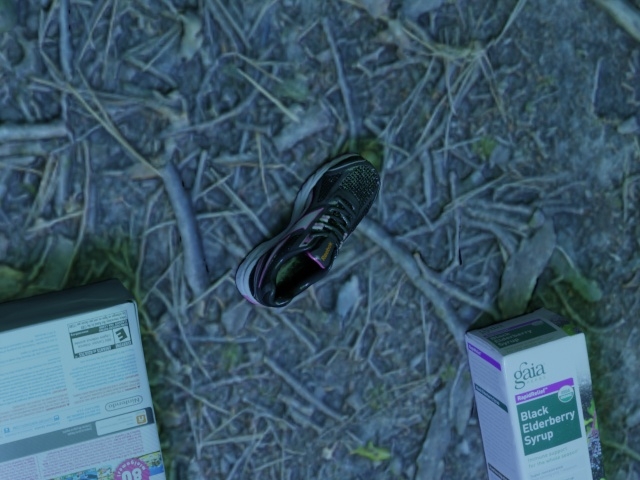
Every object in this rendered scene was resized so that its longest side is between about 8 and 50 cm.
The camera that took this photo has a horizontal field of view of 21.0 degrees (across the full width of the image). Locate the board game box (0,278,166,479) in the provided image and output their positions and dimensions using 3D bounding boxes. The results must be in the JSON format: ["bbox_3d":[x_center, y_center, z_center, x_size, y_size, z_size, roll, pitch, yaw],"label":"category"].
[{"bbox_3d":[-0.261,0.210,1.612,0.224,0.097,0.303,-12,106,-15],"label":"board game box"}]

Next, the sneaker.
[{"bbox_3d":[0.000,0.000,1.658,0.072,0.077,0.178,38,89,-25],"label":"sneaker"}]

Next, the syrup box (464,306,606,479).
[{"bbox_3d":[0.225,0.199,1.780,0.093,0.096,0.237,-16,110,-16],"label":"syrup box"}]
